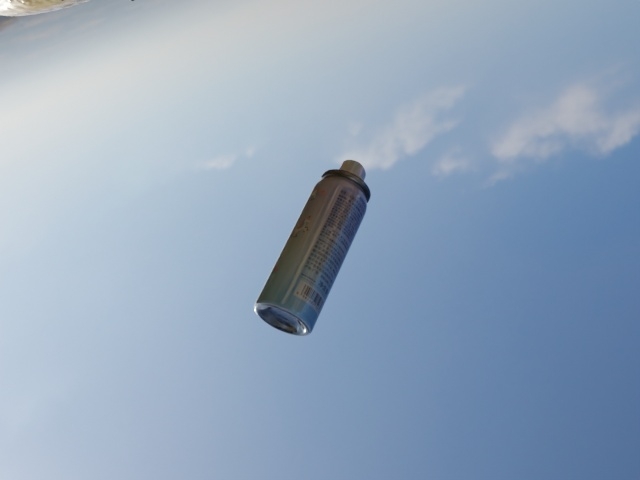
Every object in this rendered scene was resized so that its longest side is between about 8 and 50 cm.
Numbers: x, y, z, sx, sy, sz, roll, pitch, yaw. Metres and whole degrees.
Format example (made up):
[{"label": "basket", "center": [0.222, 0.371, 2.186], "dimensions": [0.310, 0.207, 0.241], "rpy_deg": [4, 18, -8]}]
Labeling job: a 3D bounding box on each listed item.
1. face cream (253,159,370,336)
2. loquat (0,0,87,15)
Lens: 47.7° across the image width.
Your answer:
[{"label": "face cream", "center": [0.000, 0.000, 0.870], "dimensions": [0.075, 0.075, 0.229], "rpy_deg": [-4, -130, 44]}, {"label": "loquat", "center": [-0.228, -0.267, 0.555], "dimensions": [0.213, 0.246, 0.213], "rpy_deg": [-53, -176, 5]}]
